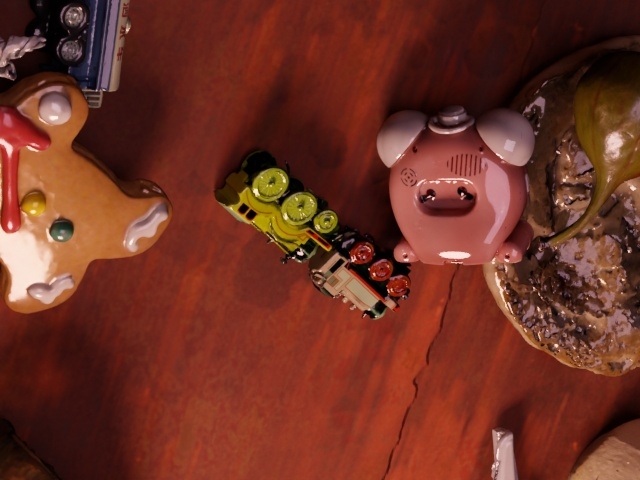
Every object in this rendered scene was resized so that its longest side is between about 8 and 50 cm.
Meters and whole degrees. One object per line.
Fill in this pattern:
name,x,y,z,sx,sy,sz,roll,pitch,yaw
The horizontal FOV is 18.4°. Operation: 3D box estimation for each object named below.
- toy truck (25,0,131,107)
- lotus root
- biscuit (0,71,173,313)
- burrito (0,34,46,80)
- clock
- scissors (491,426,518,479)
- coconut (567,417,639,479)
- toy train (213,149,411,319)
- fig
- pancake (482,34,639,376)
toy truck,-0.216,-0.224,1.848,0.088,0.074,0.202,0,108,-32
lotus root,-0.244,0.298,1.970,0.074,0.170,0.261,-45,116,-10
biscuit,-0.295,-0.061,1.832,0.216,0.047,0.340,-34,131,2
burrito,-0.446,-0.110,1.672,0.445,0.139,0.101,-13,85,-4
clock,0.141,-0.059,2.043,0.165,0.093,0.162,0,109,19
scissors,0.218,0.323,2.286,0.118,0.030,0.242,-16,116,-23
coconut,0.398,0.329,2.264,0.227,0.230,0.227,-10,113,-24
toy train,0.000,0.000,2.052,0.249,0.053,0.085,38,96,-32
fig,0.295,-0.084,2.057,0.124,0.124,0.236,21,100,-31
pancake,0.334,-0.040,2.188,0.386,0.082,0.387,-6,104,-23
